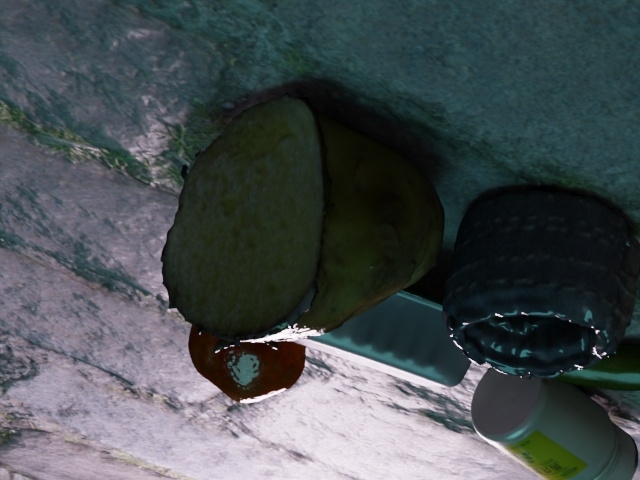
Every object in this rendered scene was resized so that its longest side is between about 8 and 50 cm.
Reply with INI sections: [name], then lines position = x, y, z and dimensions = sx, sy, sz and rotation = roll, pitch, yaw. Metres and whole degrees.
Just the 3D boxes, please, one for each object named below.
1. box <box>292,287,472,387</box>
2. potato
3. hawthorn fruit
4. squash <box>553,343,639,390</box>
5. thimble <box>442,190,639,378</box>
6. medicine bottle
[box]
position = 0.078, 0.118, 2.016
dimensions = 0.336, 0.106, 0.264
rotation = 19, 172, -7
[potato]
position = 0.000, 0.000, 1.773
dimensions = 0.288, 0.301, 0.237
rotation = 4, 172, 42
[hawthorn fruit]
position = -0.102, 0.138, 2.166
dimensions = 0.189, 0.189, 0.189
rotation = 12, 153, 6
[squash]
position = 0.374, 0.168, 2.076
dimensions = 0.258, 0.069, 0.069
rotation = 7, 152, 17
[thimble]
position = 0.266, 0.058, 1.810
dimensions = 0.236, 0.172, 0.205
rotation = -8, 148, 35
[medicine bottle]
position = 0.352, 0.283, 2.224
dimensions = 0.143, 0.143, 0.258
rotation = -14, 142, 45
